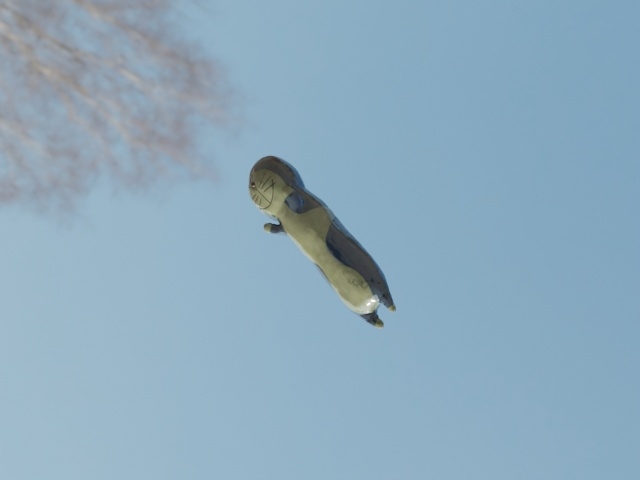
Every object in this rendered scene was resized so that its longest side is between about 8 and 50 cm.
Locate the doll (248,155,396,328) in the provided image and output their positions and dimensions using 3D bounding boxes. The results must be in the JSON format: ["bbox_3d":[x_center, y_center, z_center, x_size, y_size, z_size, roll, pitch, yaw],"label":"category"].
[{"bbox_3d":[0.000,0.000,0.861,0.125,0.027,0.037,49,-46,18],"label":"doll"}]
